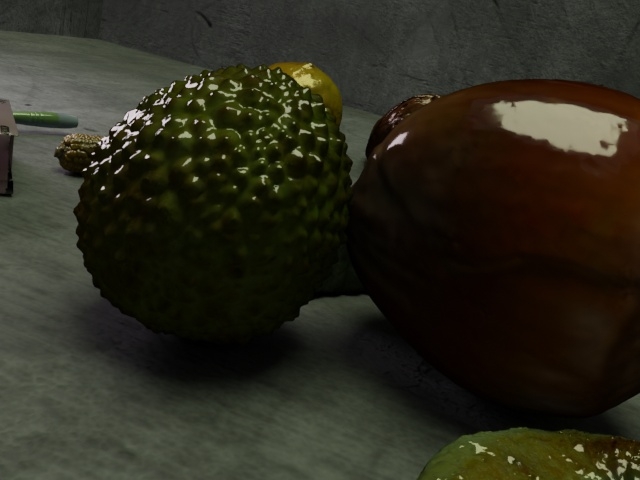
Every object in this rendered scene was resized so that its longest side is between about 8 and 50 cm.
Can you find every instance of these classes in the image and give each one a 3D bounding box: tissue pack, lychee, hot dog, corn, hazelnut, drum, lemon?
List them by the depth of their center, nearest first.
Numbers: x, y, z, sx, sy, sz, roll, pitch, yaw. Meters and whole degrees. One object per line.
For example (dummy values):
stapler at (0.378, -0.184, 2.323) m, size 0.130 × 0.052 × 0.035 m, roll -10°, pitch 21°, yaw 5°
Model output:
lychee at (-0.101, -0.029, 0.651) m, size 0.270 × 0.320 × 0.270 m, roll 8°, pitch 44°, yaw -8°
hazelnut at (0.202, 0.004, 0.677) m, size 0.372 × 0.372 × 0.315 m, roll 16°, pitch 54°, yaw 9°
tissue pack at (-0.533, -0.151, 0.981) m, size 0.148 × 0.092 × 0.246 m, roll 2°, pitch 21°, yaw -29°
corn at (-0.341, -0.141, 1.135) m, size 0.207 × 0.068 × 0.068 m, roll 2°, pitch 21°, yaw -31°
drum at (-0.601, -0.237, 1.270) m, size 0.130 × 0.049 × 0.253 m, roll 22°, pitch 19°, yaw 26°
lemon at (-0.070, -0.326, 1.655) m, size 0.233 × 0.233 × 0.288 m, roll -3°, pitch 22°, yaw -42°
hot dog at (0.256, -0.255, 1.728) m, size 0.267 × 0.174 × 0.387 m, roll 8°, pitch -2°, yaw -2°

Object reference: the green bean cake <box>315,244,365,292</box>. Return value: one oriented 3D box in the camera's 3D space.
green bean cake at (0.000, 0.000, 0.927) m, size 0.183 × 0.094 × 0.185 m, roll -1°, pitch 18°, yaw -37°

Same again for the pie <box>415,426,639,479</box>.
pie at (0.194, 0.213, 0.438) m, size 0.277 × 0.078 × 0.277 m, roll 7°, pitch 18°, yaw -2°
